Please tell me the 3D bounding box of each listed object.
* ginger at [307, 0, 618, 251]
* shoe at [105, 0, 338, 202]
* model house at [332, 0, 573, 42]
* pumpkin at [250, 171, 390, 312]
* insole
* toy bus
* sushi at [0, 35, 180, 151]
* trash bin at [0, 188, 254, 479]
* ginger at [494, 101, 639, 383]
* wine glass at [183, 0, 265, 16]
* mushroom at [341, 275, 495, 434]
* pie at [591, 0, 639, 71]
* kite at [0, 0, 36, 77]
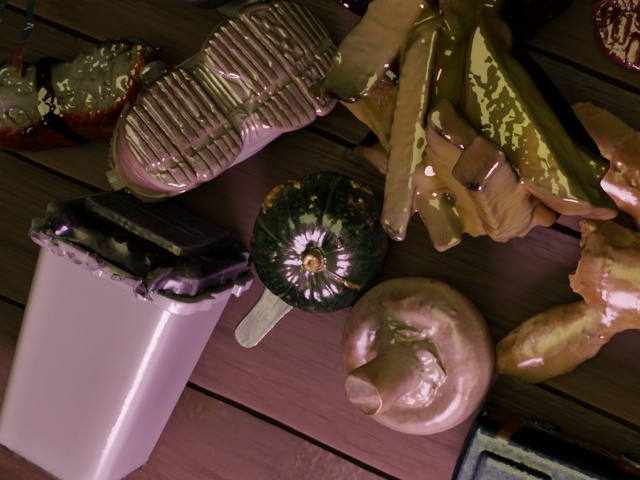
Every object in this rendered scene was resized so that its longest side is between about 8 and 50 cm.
[{"bbox_3d":[0.120,-0.129,1.386,0.413,0.211,0.358,4,127,52],"label":"ginger"},{"bbox_3d":[-0.137,-0.182,1.579,0.351,0.198,0.172,-33,97,-29],"label":"shoe"},{"bbox_3d":[0.180,-0.372,1.507,0.317,0.297,0.282,20,111,-21],"label":"model house"},{"bbox_3d":[-0.001,0.001,1.580,0.190,0.146,0.190,0,92,4],"label":"pumpkin"},{"bbox_3d":[-0.067,0.087,1.678,0.053,0.002,0.152,43,103,10],"label":"insole"},{"bbox_3d":[0.300,0.314,1.497,0.275,0.167,0.138,20,98,15],"label":"toy bus"},{"bbox_3d":[-0.346,-0.201,1.682,0.332,0.124,0.130,-4,81,22],"label":"sushi"},{"bbox_3d":[-0.284,0.133,1.606,0.256,0.296,0.367,27,105,12],"label":"trash bin"},{"bbox_3d":[0.409,0.027,1.490,0.348,0.122,0.363,11,89,15],"label":"ginger"},{"bbox_3d":[-0.140,-0.349,1.570,0.103,0.222,0.103,2,96,16],"label":"wine glass"},{"bbox_3d":[0.106,0.154,1.519,0.207,0.215,0.207,10,109,31],"label":"mushroom"},{"bbox_3d":[0.414,-0.282,1.508,0.154,0.038,0.153,1,94,13],"label":"pie"},{"bbox_3d":[-0.429,-0.396,1.703,0.204,0.022,0.360,2,75,21],"label":"kite"}]
